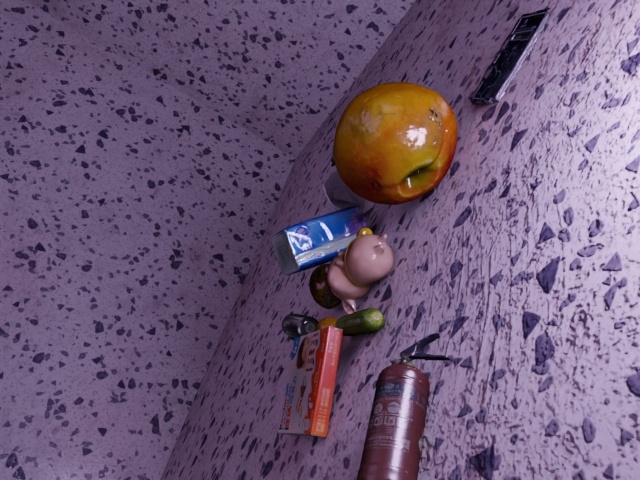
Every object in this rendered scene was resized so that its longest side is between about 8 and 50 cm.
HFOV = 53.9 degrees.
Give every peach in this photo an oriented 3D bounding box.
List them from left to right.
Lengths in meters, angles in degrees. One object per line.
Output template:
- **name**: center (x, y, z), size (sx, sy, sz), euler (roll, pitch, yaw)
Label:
- **peach**: center (0.195, -0.275, 1.713), size (0.372, 0.290, 0.373), euler (-32, 53, 54)

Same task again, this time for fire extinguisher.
- **fire extinguisher**: center (0.157, 0.312, 1.134), size (0.138, 0.102, 0.344), euler (-10, 42, 31)

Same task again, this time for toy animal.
- **toy animal**: center (0.109, 0.068, 1.718), size (0.165, 0.149, 0.248), euler (-50, -5, -44)

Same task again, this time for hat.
- **hat**: center (0.094, -0.139, 2.201), size (0.126, 0.203, 0.203), euler (105, -177, -53)

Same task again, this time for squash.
- **squash**: center (0.099, 0.211, 1.611), size (0.066, 0.066, 0.229), euler (-66, 14, -20)

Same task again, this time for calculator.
- **calculator**: center (0.492, -0.474, 1.643), size (0.274, 0.028, 0.166), euler (-59, 13, 7)

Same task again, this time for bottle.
- **bottle**: center (-0.067, 0.290, 2.071), size (0.253, 0.079, 0.096), euler (169, 90, -72)

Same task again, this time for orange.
- **orange**: center (0.023, 0.256, 1.783), size (0.085, 0.085, 0.085), euler (-56, 14, 21)

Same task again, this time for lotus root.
- **lotus root**: center (0.021, 0.137, 1.946), size (0.120, 0.120, 0.209), euler (-57, 15, 19)

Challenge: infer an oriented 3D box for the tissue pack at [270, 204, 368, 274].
- **tissue pack**: center (0.000, 0.000, 1.986), size (0.263, 0.146, 0.198), euler (-18, -3, -20)

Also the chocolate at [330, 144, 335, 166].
- **chocolate**: center (0.196, -0.322, 2.042), size (0.303, 0.213, 0.303), euler (-54, 14, 21)

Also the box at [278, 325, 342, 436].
- **box**: center (-0.031, 0.380, 1.676), size (0.265, 0.048, 0.273), euler (143, 139, -63)
